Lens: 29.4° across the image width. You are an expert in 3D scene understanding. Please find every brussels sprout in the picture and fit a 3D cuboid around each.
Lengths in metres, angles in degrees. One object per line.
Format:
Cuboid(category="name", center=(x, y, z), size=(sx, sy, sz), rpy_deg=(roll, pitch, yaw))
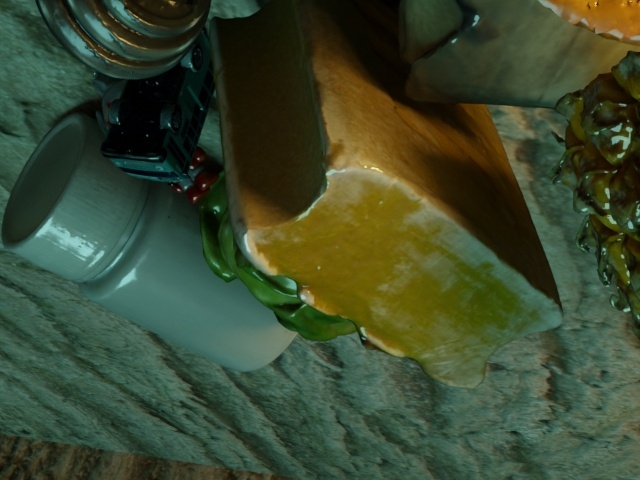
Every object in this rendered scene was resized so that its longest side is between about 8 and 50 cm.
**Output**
Cuboid(category="brussels sprout", center=(0.000, -0.002, 1.393), size=(0.294, 0.227, 0.259), rpy_deg=(13, 180, -1))

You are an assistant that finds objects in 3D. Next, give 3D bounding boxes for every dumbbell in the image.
Cuboid(category="dumbbell", center=(-0.086, -0.252, 0.982), size=(0.179, 0.179, 0.406), rpy_deg=(32, 152, -32))

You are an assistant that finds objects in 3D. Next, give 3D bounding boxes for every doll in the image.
Cuboid(category="doll", center=(-0.194, -0.127, 1.396), size=(0.195, 0.062, 0.104), rpy_deg=(46, 153, 6))

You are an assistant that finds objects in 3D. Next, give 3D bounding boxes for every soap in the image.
Cuboid(category="soap", center=(0.049, -0.068, 1.093), size=(0.156, 0.335, 0.293), rpy_deg=(-37, 126, 23))

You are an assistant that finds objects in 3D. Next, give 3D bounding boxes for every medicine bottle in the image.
Cuboid(category="medicine bottle", center=(-0.200, 0.007, 1.565), size=(0.371, 0.211, 0.211), rpy_deg=(31, 152, -29))

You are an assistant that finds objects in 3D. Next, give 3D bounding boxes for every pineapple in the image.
Cuboid(category="pineapple", center=(0.275, 0.025, 0.921), size=(0.209, 0.286, 0.344), rpy_deg=(-10, 167, 40))

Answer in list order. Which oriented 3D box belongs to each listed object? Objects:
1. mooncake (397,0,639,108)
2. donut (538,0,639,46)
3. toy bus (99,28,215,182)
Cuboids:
Cuboid(category="mooncake", center=(0.192, -0.204, 0.947), size=(0.254, 0.136, 0.250), rpy_deg=(7, 155, -7))
Cuboid(category="donut", center=(0.223, -0.248, 0.747), size=(0.277, 0.278, 0.108), rpy_deg=(16, -169, 0))
Cuboid(category="toy bus", center=(-0.165, -0.140, 1.288), size=(0.079, 0.160, 0.092), rpy_deg=(6, 156, 19))
